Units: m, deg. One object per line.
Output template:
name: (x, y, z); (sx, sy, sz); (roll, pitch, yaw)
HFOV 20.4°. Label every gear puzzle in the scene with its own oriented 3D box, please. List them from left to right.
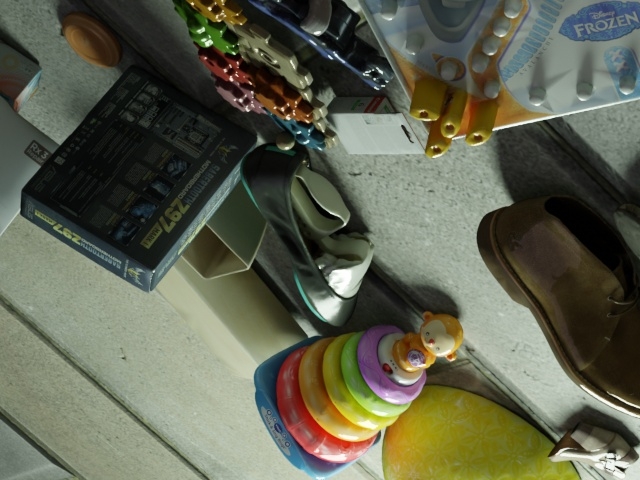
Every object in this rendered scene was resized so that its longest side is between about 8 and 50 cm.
gear puzzle: (-0.082, -0.185, 1.850); (0.175, 0.044, 0.339); (34, 170, 20)

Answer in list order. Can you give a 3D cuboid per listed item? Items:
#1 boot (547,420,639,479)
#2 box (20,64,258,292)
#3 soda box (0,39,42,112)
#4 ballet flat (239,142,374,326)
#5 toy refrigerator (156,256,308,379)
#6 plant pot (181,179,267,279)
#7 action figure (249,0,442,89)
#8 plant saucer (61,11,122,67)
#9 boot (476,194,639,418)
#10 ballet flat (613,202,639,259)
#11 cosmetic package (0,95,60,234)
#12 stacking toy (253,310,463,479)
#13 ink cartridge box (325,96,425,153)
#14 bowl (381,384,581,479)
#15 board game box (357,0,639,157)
boot: (0.339, 0.267, 2.198); (0.087, 0.042, 0.118); (33, 152, 1)
box: (-0.210, -0.075, 2.072); (0.183, 0.232, 0.059); (30, 148, 9)
soda box: (-0.446, -0.236, 2.257); (0.183, 0.063, 0.058); (34, 153, 1)
ballet flat: (0.000, 0.000, 2.113); (0.096, 0.095, 0.280); (-4, 133, 33)
toy refrigerator: (-0.140, 0.061, 2.349); (0.102, 0.094, 0.269); (3, 138, 54)
plant pot: (-0.126, -0.028, 2.193); (0.109, 0.096, 0.109); (47, 149, -19)
action figure: (0.004, -0.288, 1.655); (0.341, 0.178, 0.330); (34, 164, -36)
plant saucer: (-0.275, -0.238, 2.126); (0.083, 0.013, 0.083); (26, 150, 16)
boot: (0.303, 0.074, 1.894); (0.305, 0.112, 0.115); (47, 139, -15)
ballet flat: (0.399, 0.043, 1.798); (0.250, 0.058, 0.084); (43, 173, -1)
cosmetic package: (-0.473, -0.112, 2.260); (0.217, 0.156, 0.385); (38, 171, -11)
stacking toy: (0.073, 0.168, 2.244); (0.302, 0.166, 0.175); (-33, 86, 42)
ink cartridge box: (0.064, -0.125, 1.920); (0.115, 0.029, 0.063); (3, 137, 43)
bowl: (0.187, 0.341, 2.351); (0.289, 0.156, 0.289); (27, 150, 17)
board game box: (0.192, -0.247, 1.433); (0.390, 0.050, 0.390); (-11, 131, 25)
